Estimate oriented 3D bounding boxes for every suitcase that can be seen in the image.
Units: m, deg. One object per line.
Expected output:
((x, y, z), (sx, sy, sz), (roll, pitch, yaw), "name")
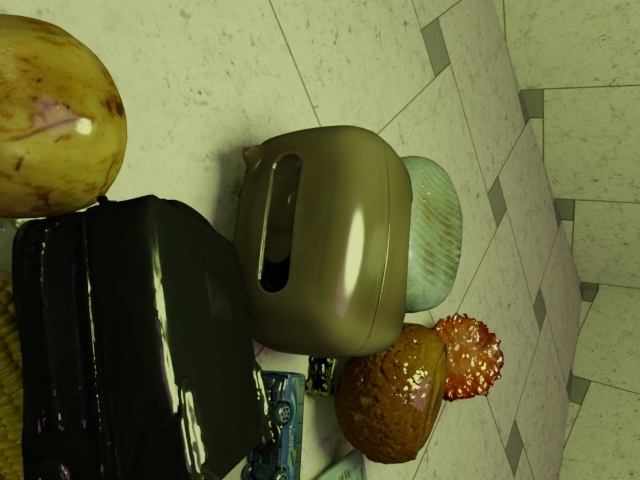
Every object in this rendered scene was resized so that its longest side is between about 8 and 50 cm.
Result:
((-0.178, 0.122, 0.604), (0.345, 0.189, 0.338), (53, 27, -78), "suitcase")

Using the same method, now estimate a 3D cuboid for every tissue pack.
((0.000, 0.000, 0.883), (0.277, 0.268, 0.386), (22, 71, -53), "tissue pack")

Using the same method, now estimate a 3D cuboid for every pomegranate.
((-0.321, -0.125, 0.551), (0.215, 0.216, 0.215), (8, 80, -52), "pomegranate")

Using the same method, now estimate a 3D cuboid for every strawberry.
((0.376, 0.329, 1.402), (0.178, 0.234, 0.233), (50, 46, -63), "strawberry")

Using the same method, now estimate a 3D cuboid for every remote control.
((-0.005, 0.509, 1.005), (0.293, 0.051, 0.103), (-16, 99, -48), "remote control")

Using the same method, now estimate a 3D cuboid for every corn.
((-0.327, 0.180, 0.579), (0.123, 0.122, 0.304), (-97, 173, -73), "corn")

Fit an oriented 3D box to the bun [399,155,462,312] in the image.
((0.186, -0.018, 1.174), (0.362, 0.211, 0.361), (5, 83, -49), "bun")

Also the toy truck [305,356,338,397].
((0.005, 0.274, 1.042), (0.054, 0.049, 0.083), (35, 59, -47), "toy truck")

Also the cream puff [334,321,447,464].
((0.142, 0.302, 1.069), (0.303, 0.212, 0.302), (16, 90, -71), "cream puff")

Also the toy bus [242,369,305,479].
((-0.073, 0.348, 0.908), (0.094, 0.079, 0.236), (15, 75, -53), "toy bus")
